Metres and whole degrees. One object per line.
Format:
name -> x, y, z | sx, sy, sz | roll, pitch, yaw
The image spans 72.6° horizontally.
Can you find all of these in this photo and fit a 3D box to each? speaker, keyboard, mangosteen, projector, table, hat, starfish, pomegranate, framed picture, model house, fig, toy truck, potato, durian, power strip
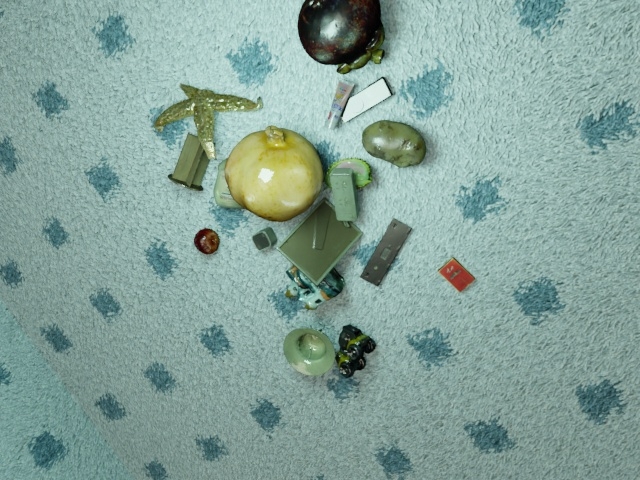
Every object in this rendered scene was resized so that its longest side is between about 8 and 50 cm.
speaker -> 0.173, -0.560, 1.741 | 0.218, 0.044, 0.082 | -25, 98, 22
keyboard -> 0.281, 0.053, 1.908 | 0.106, 0.027, 0.317 | 29, 113, 3
mangosteen -> 0.076, -0.780, 1.580 | 0.329, 0.330, 0.331 | 5, 108, 15
projector -> -0.259, -0.008, 2.021 | 0.083, 0.082, 0.084 | -21, 99, 21
table -> -0.576, -0.363, 1.981 | 0.166, 0.167, 0.227 | 27, 103, 7
hat -> -0.039, 0.502, 2.086 | 0.256, 0.130, 0.258 | 5, 108, 15
starfish -> -0.497, -0.532, 1.878 | 0.431, 0.082, 0.324 | 22, 79, 10
pomegranate -> -0.184, -0.274, 1.748 | 0.410, 0.411, 0.413 | 5, 108, 15
framed picture -> 0.000, 0.000, 1.867 | 0.240, 0.020, 0.324 | 41, 71, 0
model house -> -0.065, 0.196, 1.982 | 0.253, 0.184, 0.291 | 47, 118, -5
fig -> -0.558, -0.005, 2.096 | 0.150, 0.128, 0.129 | 31, 113, 12
toy truck -> 0.140, 0.517, 2.044 | 0.165, 0.147, 0.225 | 36, 118, 30
potato -> 0.289, -0.383, 1.705 | 0.262, 0.165, 0.165 | 25, 112, 4
durian -> 0.118, -0.269, 1.824 | 0.220, 0.095, 0.137 | -5, 70, 20
power strip -> 0.104, -0.165, 1.800 | 0.092, 0.053, 0.288 | 2, 131, 17

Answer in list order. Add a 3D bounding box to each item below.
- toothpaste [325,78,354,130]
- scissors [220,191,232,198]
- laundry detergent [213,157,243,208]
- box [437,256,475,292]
toothpaste -> 0.071, -0.538, 1.737 | 0.067, 0.043, 0.195 | 24, 106, 15
scissors -> -0.358, -0.192, 1.944 | 0.175, 0.022, 0.086 | 10, 103, -27
laundry detergent -> -0.388, -0.276, 1.971 | 0.180, 0.091, 0.254 | 9, 109, 0
box -> 0.577, 0.146, 1.848 | 0.133, 0.023, 0.090 | 44, 111, 0
